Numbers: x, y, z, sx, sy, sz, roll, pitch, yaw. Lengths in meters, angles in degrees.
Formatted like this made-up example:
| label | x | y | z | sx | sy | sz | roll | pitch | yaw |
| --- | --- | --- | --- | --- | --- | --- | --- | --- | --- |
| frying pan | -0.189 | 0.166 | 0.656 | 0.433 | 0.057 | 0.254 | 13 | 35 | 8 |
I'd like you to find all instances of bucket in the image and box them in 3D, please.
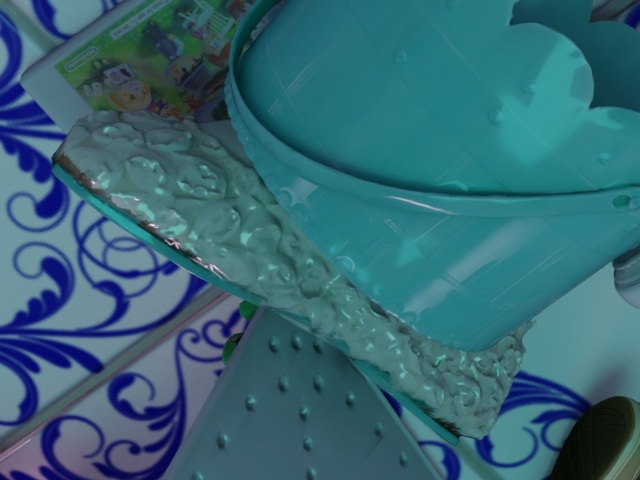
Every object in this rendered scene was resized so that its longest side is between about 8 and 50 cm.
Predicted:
| label | x | y | z | sx | sy | sz | roll | pitch | yaw |
| --- | --- | --- | --- | --- | --- | --- | --- | --- | --- |
| bucket | 0.087 | -0.081 | 0.862 | 0.281 | 0.281 | 0.183 | 39 | 111 | -20 |

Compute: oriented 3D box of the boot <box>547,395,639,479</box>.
| label | x | y | z | sx | sy | sz | roll | pitch | yaw |
| --- | --- | --- | --- | --- | --- | --- | --- | --- | --- |
| boot | 0.270 | 0.214 | 1.155 | 0.165 | 0.077 | 0.213 | 13 | 132 | -6 |

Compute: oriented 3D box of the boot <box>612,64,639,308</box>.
| label | x | y | z | sx | sy | sz | roll | pitch | yaw |
| --- | --- | --- | --- | --- | --- | --- | --- | --- | --- |
| boot | 0.259 | -0.080 | 0.981 | 0.123 | 0.095 | 0.258 | 35 | 108 | -11 |

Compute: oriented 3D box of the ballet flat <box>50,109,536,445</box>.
| label | x | y | z | sx | sy | sz | roll | pitch | yaw |
| --- | --- | --- | --- | --- | --- | --- | --- | --- | --- |
| ballet flat | 0.000 | 0.000 | 0.999 | 0.147 | 0.147 | 0.409 | -38 | 126 | 22 |

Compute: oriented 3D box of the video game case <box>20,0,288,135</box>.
| label | x | y | z | sx | sy | sz | roll | pitch | yaw |
| --- | --- | --- | --- | --- | --- | --- | --- | --- | --- |
| video game case | -0.069 | -0.098 | 1.009 | 0.212 | 0.023 | 0.193 | -31 | 116 | 19 |

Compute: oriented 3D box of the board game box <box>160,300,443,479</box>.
| label | x | y | z | sx | sy | sz | roll | pitch | yaw |
| --- | --- | --- | --- | --- | --- | --- | --- | --- | --- |
| board game box | -0.011 | 0.292 | 1.052 | 0.050 | 0.390 | 0.390 | -13 | 123 | 36 |
